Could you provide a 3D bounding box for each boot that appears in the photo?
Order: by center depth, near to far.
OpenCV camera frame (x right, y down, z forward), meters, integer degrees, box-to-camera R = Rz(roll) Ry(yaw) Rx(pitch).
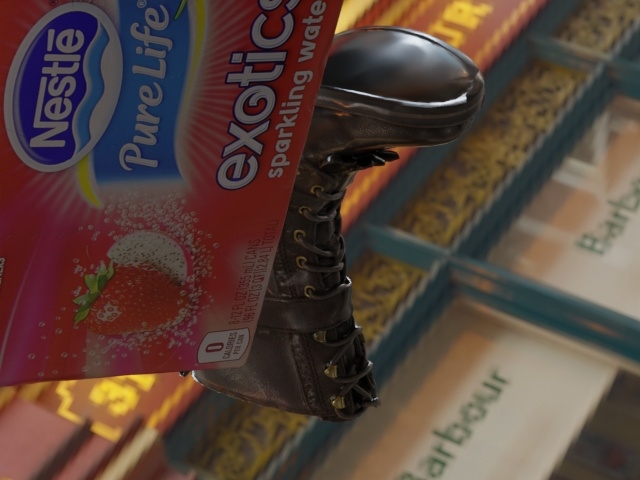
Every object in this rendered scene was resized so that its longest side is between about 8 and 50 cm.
[{"bbox_3d":[0.000,0.000,0.990,0.091,0.263,0.229,-35,-61,-43],"label":"boot"}]

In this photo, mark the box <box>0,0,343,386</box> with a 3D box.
[{"bbox_3d":[-0.077,-0.083,0.592,0.128,0.123,0.257,-3,-53,-28],"label":"box"}]
